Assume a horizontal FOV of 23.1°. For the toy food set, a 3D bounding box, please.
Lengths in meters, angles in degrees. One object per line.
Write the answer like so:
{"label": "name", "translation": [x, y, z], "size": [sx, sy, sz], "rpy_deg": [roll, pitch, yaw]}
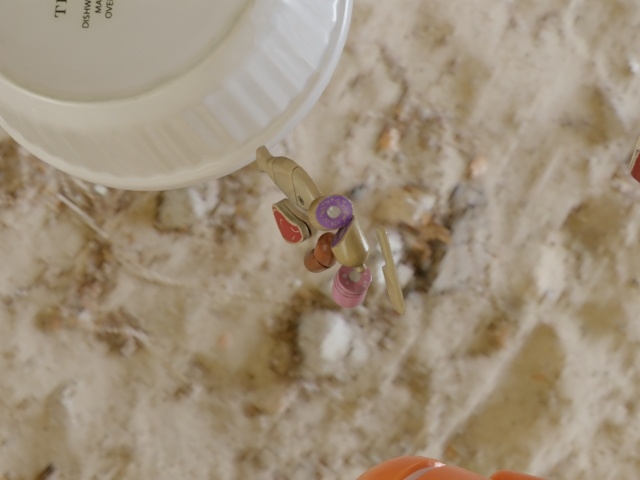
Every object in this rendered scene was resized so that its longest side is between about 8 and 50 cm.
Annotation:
{"label": "toy food set", "translation": [0.000, 0.000, 0.872], "size": [0.019, 0.122, 0.078], "rpy_deg": [-29, 124, -21]}

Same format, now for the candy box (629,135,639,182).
{"label": "candy box", "translation": [0.255, -0.142, 0.571], "size": [0.316, 0.087, 0.183], "rpy_deg": [-45, 163, -17]}

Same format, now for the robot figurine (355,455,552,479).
{"label": "robot figurine", "translation": [0.093, 0.212, 0.991], "size": [0.128, 0.219, 0.158], "rpy_deg": [34, 77, -52]}

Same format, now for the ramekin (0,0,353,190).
{"label": "ramekin", "translation": [-0.120, -0.172, 0.987], "size": [0.273, 0.273, 0.127], "rpy_deg": [-55, 168, -1]}
